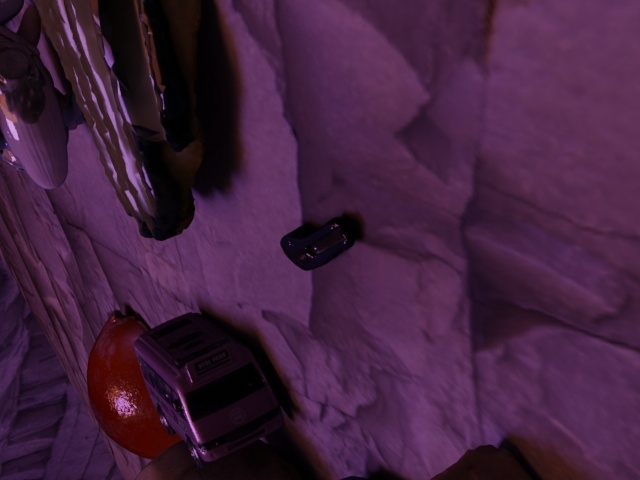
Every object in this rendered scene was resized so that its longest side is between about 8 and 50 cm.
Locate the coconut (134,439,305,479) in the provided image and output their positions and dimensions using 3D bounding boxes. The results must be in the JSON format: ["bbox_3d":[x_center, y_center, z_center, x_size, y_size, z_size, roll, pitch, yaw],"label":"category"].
[{"bbox_3d":[-0.092,0.293,1.231,0.224,0.224,0.224,50,159,27],"label":"coconut"}]

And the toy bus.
[{"bbox_3d":[-0.112,0.138,1.192,0.199,0.096,0.108,20,132,67],"label":"toy bus"}]

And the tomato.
[{"bbox_3d":[-0.248,0.210,1.637,0.228,0.112,0.199,53,159,11],"label":"tomato"}]

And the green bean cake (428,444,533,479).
[{"bbox_3d":[0.108,0.218,0.707,0.179,0.109,0.085,53,160,20],"label":"green bean cake"}]

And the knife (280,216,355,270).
[{"bbox_3d":[0.000,0.000,0.807,0.031,0.018,0.121,58,160,-1],"label":"knife"}]

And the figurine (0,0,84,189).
[{"bbox_3d":[-0.306,-0.149,1.227,0.208,0.128,0.184,67,165,4],"label":"figurine"}]

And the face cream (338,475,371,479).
[{"bbox_3d":[0.013,0.340,0.962,0.249,0.225,0.249,51,163,23],"label":"face cream"}]

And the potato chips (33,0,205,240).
[{"bbox_3d":[-0.175,-0.177,0.928,0.358,0.070,0.429,43,154,48],"label":"potato chips"}]
